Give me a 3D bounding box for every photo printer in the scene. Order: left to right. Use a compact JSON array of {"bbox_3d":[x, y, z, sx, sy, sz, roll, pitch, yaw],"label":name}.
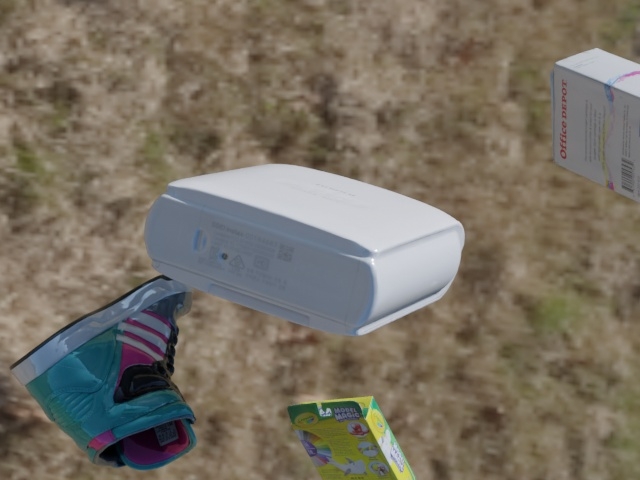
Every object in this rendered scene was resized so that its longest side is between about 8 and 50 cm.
[{"bbox_3d":[0.000,0.000,1.612,0.307,0.256,0.107,-16,121,-65],"label":"photo printer"}]

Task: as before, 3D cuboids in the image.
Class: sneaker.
[{"bbox_3d":[-0.187,0.149,1.664,0.178,0.123,0.295,56,30,1],"label":"sneaker"}]

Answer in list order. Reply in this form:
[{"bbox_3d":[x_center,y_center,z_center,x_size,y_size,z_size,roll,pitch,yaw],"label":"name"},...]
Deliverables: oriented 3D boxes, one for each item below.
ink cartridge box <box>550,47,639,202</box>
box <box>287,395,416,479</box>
[{"bbox_3d":[0.235,-0.085,1.187,0.052,0.122,0.089,-24,125,-29],"label":"ink cartridge box"},{"bbox_3d":[0.037,0.252,1.905,0.179,0.105,0.043,62,33,-36],"label":"box"}]
